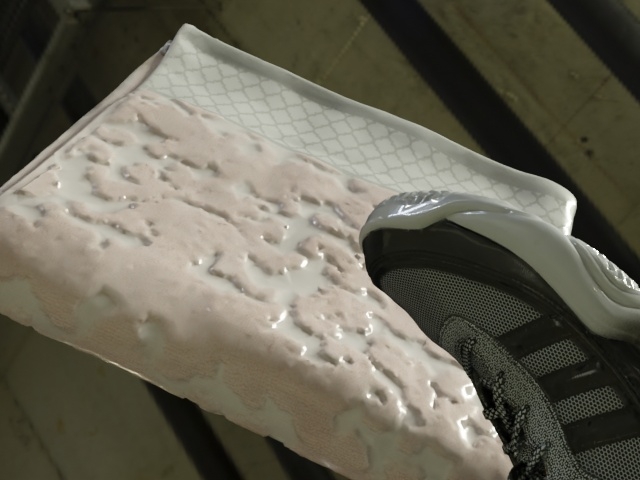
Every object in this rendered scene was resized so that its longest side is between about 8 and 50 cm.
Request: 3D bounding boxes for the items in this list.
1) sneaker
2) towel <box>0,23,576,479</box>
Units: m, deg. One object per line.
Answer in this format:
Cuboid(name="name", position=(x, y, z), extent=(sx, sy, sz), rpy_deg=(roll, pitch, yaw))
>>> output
Cuboid(name="sneaker", position=(0.097, 0.094, 0.466), extent=(0.268, 0.153, 0.101), rpy_deg=(35, -21, 18))
Cuboid(name="towel", position=(0.000, 0.000, 0.654), extent=(0.331, 0.317, 0.053), rpy_deg=(24, -54, 1))
